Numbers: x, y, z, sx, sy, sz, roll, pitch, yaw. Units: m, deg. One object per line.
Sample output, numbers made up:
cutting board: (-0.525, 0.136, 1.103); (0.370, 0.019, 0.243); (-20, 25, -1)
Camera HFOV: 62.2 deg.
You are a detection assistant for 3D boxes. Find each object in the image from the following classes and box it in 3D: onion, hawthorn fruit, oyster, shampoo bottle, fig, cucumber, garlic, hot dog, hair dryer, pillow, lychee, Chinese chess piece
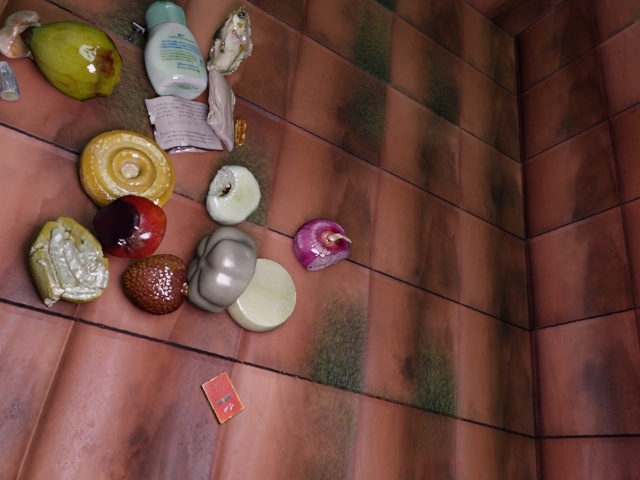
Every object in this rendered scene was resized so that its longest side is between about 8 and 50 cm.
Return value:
onion: (-0.003, 0.006, 1.964); (0.208, 0.200, 0.200); (-29, 89, -7)
hawthorn fruit: (-0.544, -0.049, 1.553); (0.189, 0.189, 0.251); (45, 13, -12)
oyster: (-0.354, -0.766, 2.065); (0.167, 0.110, 0.340); (11, 68, -25)
shampoo bottle: (-0.527, -0.684, 1.882); (0.222, 0.151, 0.349); (-5, 76, -41)
fig: (-0.753, -0.558, 1.629); (0.271, 0.239, 0.239); (27, 58, -15)
cucumber: (-0.936, -0.472, 1.576); (0.064, 0.064, 0.111); (-21, 87, -38)
garlic: (-0.921, -0.633, 1.629); (0.124, 0.099, 0.174); (27, 58, -6)
hot dog: (-0.306, -0.406, 2.001); (0.049, 0.037, 0.121); (22, 65, -39)
hair dryer: (-0.666, -0.741, 1.894); (0.047, 0.026, 0.083); (32, 64, -18)
pillow: (-0.363, -0.481, 1.933); (0.173, 0.067, 0.269); (47, 38, -63)
lychee: (-0.480, 0.133, 1.570); (0.195, 0.194, 0.194); (13, 65, -30)
Chinese chess piece: (-0.204, 0.184, 1.789); (0.251, 0.101, 0.250); (13, 64, -30)

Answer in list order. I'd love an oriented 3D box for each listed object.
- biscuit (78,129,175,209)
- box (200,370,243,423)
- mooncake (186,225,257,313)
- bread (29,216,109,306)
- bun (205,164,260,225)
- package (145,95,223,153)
biscuit: (-0.605, -0.215, 1.677); (0.297, 0.102, 0.296); (14, 65, -32)
box: (-0.306, 0.487, 1.648); (0.090, 0.023, 0.133); (-24, 86, -37)
mooncake: (-0.317, 0.085, 1.649); (0.135, 0.275, 0.274); (27, 58, -32)
bread: (-0.706, 0.062, 1.478); (0.186, 0.124, 0.256); (-28, 87, -38)
bun: (-0.316, -0.159, 1.834); (0.213, 0.127, 0.203); (-37, 120, -33)
package: (-0.473, -0.405, 1.868); (0.251, 0.062, 0.203); (-9, 78, -41)
